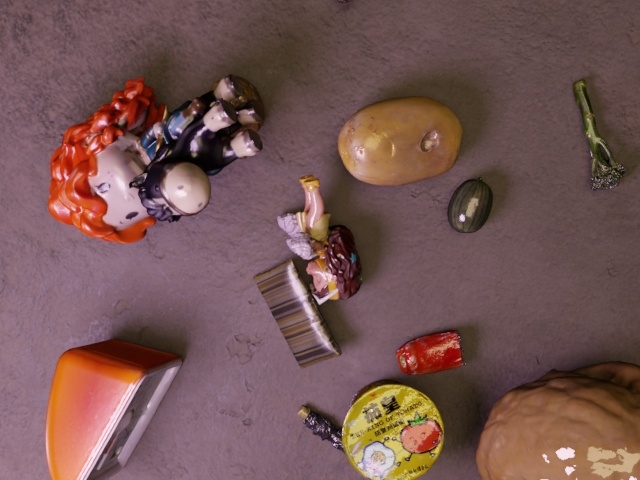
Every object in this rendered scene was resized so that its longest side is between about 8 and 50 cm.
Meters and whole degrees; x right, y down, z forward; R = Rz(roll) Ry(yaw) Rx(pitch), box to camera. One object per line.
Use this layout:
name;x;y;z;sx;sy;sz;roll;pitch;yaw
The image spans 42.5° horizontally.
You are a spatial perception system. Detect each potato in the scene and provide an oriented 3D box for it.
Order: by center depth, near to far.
potato;0.147;-0.187;1.514;0.234;0.146;0.150;-9;134;-13

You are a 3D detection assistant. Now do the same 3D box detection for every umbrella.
umbrella;0.015;0.368;1.574;0.144;0.037;0.040;38;69;-2

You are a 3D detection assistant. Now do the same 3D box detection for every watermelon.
watermelon;0.282;-0.066;1.548;0.078;0.078;0.110;24;89;-1

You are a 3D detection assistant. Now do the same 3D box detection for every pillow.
pillow;-0.044;0.139;1.553;0.113;0.038;0.203;-25;92;39

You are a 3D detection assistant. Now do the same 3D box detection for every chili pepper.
chili pepper;0.206;0.213;1.558;0.123;0.073;0.070;-13;49;-2

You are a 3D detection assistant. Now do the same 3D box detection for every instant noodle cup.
instant noodle cup;0.127;0.340;1.522;0.182;0.144;0.182;0;92;-1

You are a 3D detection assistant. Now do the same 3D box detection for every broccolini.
broccolini;0.521;-0.202;1.554;0.067;0.058;0.216;-13;91;3

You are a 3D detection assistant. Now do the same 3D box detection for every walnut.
walnut;0.466;0.386;1.412;0.384;0.383;0.383;0;91;0
walnut;-0.156;-0.245;1.532;0.105;0.105;0.124;-37;96;1

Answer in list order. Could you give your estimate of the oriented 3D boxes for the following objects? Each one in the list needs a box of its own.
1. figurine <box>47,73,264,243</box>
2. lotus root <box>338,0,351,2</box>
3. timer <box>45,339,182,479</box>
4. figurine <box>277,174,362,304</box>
figurine;-0.280;-0.138;1.425;0.412;0.241;0.306;-1;66;39
lotus root;0.050;-0.530;1.534;0.090;0.077;0.183;5;88;7
timer;-0.380;0.316;1.467;0.161;0.257;0.250;15;89;6
figurine;0.001;0.001;1.511;0.116;0.175;0.240;-26;110;-2
